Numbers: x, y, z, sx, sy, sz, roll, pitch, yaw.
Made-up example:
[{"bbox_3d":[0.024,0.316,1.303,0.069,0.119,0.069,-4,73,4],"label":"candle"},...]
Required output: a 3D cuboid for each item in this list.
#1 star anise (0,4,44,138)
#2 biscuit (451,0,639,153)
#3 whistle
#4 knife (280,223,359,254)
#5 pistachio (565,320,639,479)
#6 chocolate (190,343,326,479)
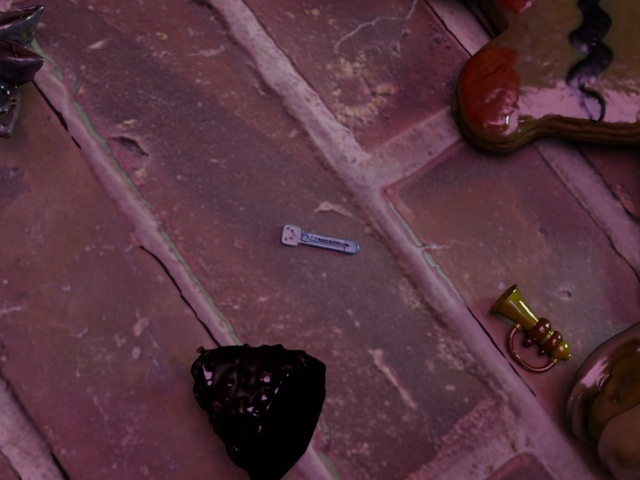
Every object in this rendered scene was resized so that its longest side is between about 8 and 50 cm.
[{"bbox_3d":[-0.413,-0.202,1.234,0.230,0.081,0.262,-33,68,-18],"label":"star anise"},{"bbox_3d":[0.391,-0.250,1.350,0.394,0.076,0.368,14,69,6],"label":"biscuit"},{"bbox_3d":[0.249,0.110,1.255,0.109,0.046,0.057,48,56,2],"label":"whistle"},{"bbox_3d":[0.000,0.000,1.268,0.096,0.010,0.027,11,70,-5],"label":"knife"},{"bbox_3d":[0.422,0.171,1.208,0.288,0.197,0.166,-22,32,-4],"label":"pistachio"},{"bbox_3d":[-0.082,0.169,1.151,0.133,0.156,0.156,22,67,27],"label":"chocolate"}]
